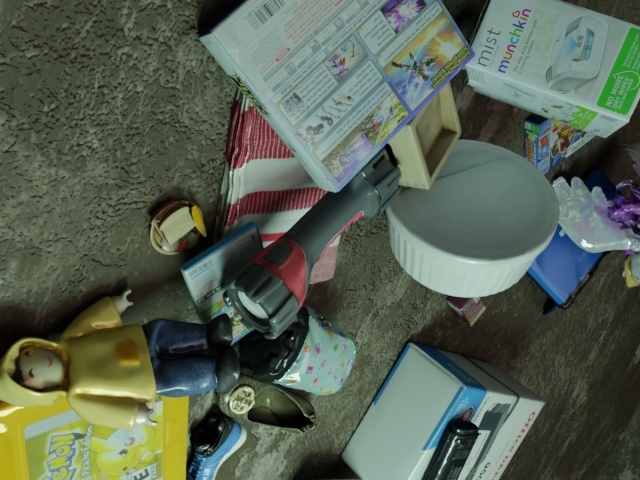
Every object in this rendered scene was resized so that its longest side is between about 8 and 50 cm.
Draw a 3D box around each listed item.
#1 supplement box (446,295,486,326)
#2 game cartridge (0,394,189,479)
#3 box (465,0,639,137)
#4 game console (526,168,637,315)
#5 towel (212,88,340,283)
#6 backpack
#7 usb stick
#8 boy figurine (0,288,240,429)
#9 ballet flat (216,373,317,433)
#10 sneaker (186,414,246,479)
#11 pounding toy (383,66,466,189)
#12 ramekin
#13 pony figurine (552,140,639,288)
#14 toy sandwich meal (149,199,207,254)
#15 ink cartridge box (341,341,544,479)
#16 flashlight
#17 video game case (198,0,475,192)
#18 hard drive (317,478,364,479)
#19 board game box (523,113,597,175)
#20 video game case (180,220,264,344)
[{"bbox_3d":[0.302,0.132,1.470,0.055,0.043,0.083,-48,140,-9],"label":"supplement box"},{"bbox_3d":[-0.329,0.293,0.957,0.324,0.053,0.285,-17,126,-37],"label":"game cartridge"},{"bbox_3d":[0.345,-0.251,1.043,0.126,0.231,0.262,-68,166,9],"label":"box"},{"bbox_3d":[0.588,0.012,1.683,0.250,0.173,0.293,43,81,-18],"label":"game console"},{"bbox_3d":[-0.037,-0.073,1.012,0.237,0.037,0.329,-10,122,-41],"label":"towel"},{"bbox_3d":[-0.030,0.175,1.122,0.182,0.115,0.152,32,89,-52],"label":"backpack"},{"bbox_3d":[0.225,0.469,1.367,0.077,0.045,0.278,7,111,-36],"label":"usb stick"},{"bbox_3d":[-0.250,0.142,0.866,0.285,0.177,0.092,1,154,-26],"label":"boy figurine"},{"bbox_3d":[-0.079,0.280,1.187,0.084,0.058,0.250,-54,140,-3],"label":"ballet flat"},{"bbox_3d":[-0.189,0.341,1.120,0.152,0.058,0.084,-49,139,-7],"label":"sneaker"},{"bbox_3d":[0.143,-0.216,1.056,0.206,0.094,0.181,-57,142,-28],"label":"pounding toy"},{"bbox_3d":[0.230,-0.030,1.137,0.273,0.273,0.127,-31,146,-26],"label":"ramekin"},{"bbox_3d":[0.689,-0.034,1.468,0.303,0.363,0.351,-27,89,-13],"label":"pony figurine"},{"bbox_3d":[-0.181,-0.015,0.913,0.086,0.029,0.085,-24,130,-32],"label":"toy sandwich meal"},{"bbox_3d":[0.276,0.402,1.527,0.395,0.166,0.285,21,101,-48],"label":"ink cartridge box"},{"bbox_3d":[0.000,0.000,0.986,0.304,0.103,0.103,-44,102,-30],"label":"flashlight"},{"bbox_3d":[0.029,-0.239,0.879,0.269,0.061,0.244,-45,113,-12],"label":"video game case"},{"bbox_3d":[-0.031,0.591,1.405,0.203,0.040,0.307,21,113,-48],"label":"hard drive"},{"bbox_3d":[0.484,-0.223,1.419,0.201,0.035,0.136,-34,135,-24],"label":"board game box"},{"bbox_3d":[-0.120,0.068,0.980,0.119,0.015,0.166,-35,135,-26],"label":"video game case"}]
